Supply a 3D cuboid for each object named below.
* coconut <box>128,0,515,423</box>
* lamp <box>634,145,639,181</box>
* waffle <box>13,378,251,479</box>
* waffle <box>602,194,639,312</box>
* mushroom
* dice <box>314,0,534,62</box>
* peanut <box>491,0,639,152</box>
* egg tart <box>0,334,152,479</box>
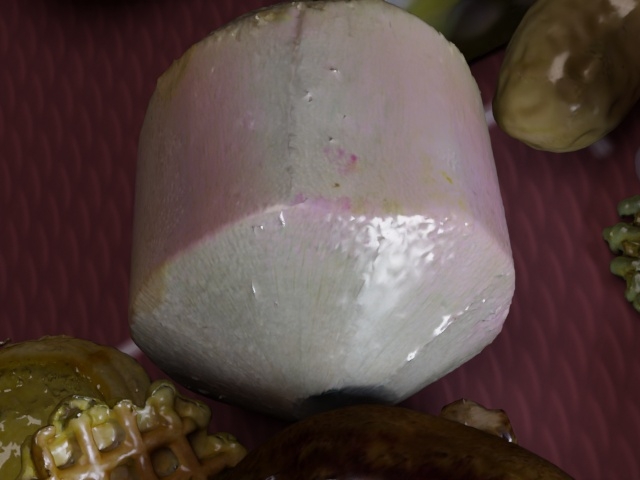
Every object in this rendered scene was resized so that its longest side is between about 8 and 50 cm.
[{"bbox_3d":[0.000,0.000,1.510,0.297,0.297,0.309,-10,57,13],"label":"coconut"},{"bbox_3d":[0.405,-0.025,1.378,0.301,0.247,0.247,50,129,14],"label":"lamp"},{"bbox_3d":[-0.134,0.227,1.458,0.059,0.238,0.243,-4,65,60],"label":"waffle"},{"bbox_3d":[0.321,0.000,1.539,0.183,0.036,0.169,-32,55,-2],"label":"waffle"},{"bbox_3d":[0.056,0.276,1.362,0.345,0.239,0.345,-16,62,33],"label":"mushroom"},{"bbox_3d":[0.077,-0.296,1.680,0.238,0.227,0.233,-28,58,0],"label":"dice"},{"bbox_3d":[0.266,-0.199,1.611,0.147,0.147,0.319,34,74,31],"label":"peanut"},{"bbox_3d":[-0.232,0.206,1.577,0.279,0.095,0.279,-11,58,19],"label":"egg tart"}]
